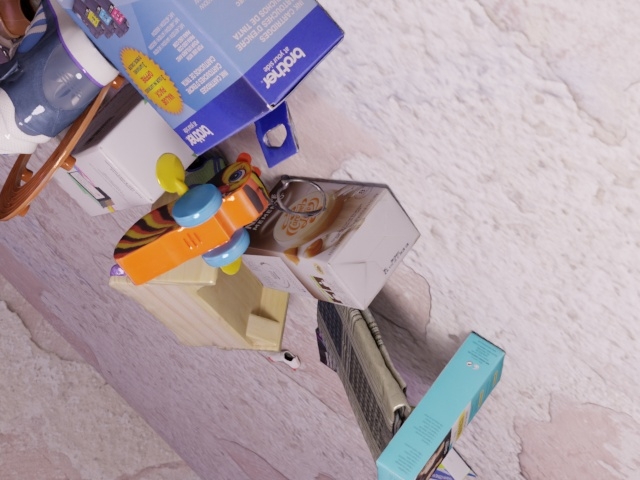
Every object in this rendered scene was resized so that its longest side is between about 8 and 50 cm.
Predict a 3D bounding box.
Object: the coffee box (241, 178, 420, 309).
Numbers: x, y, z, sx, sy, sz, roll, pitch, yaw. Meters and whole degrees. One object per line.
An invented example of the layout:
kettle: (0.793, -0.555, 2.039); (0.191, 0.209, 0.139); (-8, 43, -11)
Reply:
coffee box: (0.000, 0.000, 1.626); (0.247, 0.141, 0.098); (8, 144, 52)

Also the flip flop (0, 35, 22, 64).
flip flop: (-0.590, -0.370, 2.009); (0.277, 0.080, 0.112); (16, 130, 17)

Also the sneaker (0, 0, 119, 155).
sneaker: (-0.406, -0.235, 1.623); (0.130, 0.236, 0.322); (48, -172, -31)

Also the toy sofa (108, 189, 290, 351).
toy sofa: (-0.182, 0.055, 1.832); (0.177, 0.150, 0.362); (2, 158, 17)

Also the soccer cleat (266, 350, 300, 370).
soccer cleat: (-0.074, 0.230, 2.289); (0.083, 0.029, 0.035); (21, 140, 35)

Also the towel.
towel: (0.070, 0.184, 1.796); (0.312, 0.056, 0.324); (92, 159, -59)

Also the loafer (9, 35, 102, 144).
loafer: (-0.425, -0.205, 1.972); (0.112, 0.111, 0.319); (-24, 120, 18)

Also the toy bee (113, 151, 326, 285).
toy bee: (-0.131, -0.040, 1.578); (0.298, 0.162, 0.195); (-4, 126, 6)

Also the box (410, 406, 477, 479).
box: (0.192, 0.373, 2.087); (0.178, 0.042, 0.109); (51, 156, -16)

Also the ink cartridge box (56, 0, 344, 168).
ink cartridge box: (-0.151, -0.269, 1.411); (0.395, 0.151, 0.270); (46, 157, -11)

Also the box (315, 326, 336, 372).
box: (0.063, 0.220, 2.049); (0.162, 0.029, 0.116); (31, 153, 23)

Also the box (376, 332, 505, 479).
box: (0.172, 0.255, 1.654); (0.060, 0.244, 0.100); (31, 155, 20)

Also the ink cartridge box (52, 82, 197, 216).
ink cartridge box: (-0.274, -0.150, 1.733); (0.117, 0.201, 0.278); (48, 157, -18)

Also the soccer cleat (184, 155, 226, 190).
soccer cleat: (-0.236, -0.119, 1.911); (0.289, 0.093, 0.121); (22, 119, 49)

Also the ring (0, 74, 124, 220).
ring: (-0.382, -0.167, 1.731); (0.032, 0.336, 0.337); (33, 162, -23)

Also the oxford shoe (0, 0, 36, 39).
oxford shoe: (-0.511, -0.424, 1.844); (0.076, 0.076, 0.212); (-8, 130, 23)
